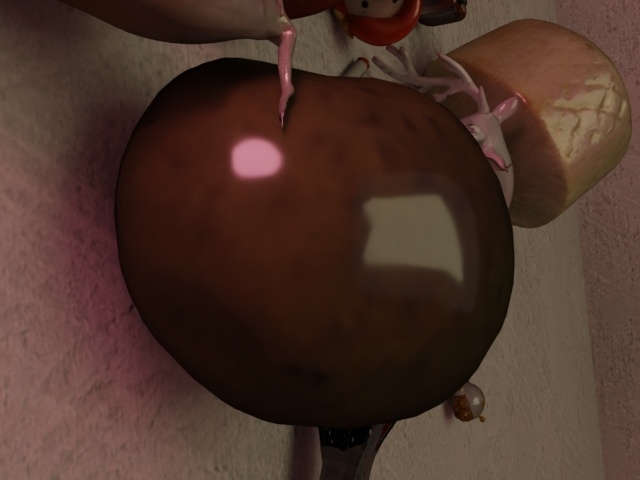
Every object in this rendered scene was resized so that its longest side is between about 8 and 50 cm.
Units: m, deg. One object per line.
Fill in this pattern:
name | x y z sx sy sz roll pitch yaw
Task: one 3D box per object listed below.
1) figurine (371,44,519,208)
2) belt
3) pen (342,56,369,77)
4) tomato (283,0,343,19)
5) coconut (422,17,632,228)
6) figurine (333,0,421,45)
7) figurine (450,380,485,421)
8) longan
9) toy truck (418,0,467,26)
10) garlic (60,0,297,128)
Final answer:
figurine | 0.192 -0.137 1.382 0.206 0.285 0.315 -70 171 -49
belt | 0.030 0.301 1.058 0.094 0.126 0.359 56 41 -62
pen | 0.029 -0.225 1.273 0.239 0.028 0.028 -59 135 -51
tomato | -0.039 -0.374 0.931 0.224 0.256 0.255 -92 158 -43
coconut | 0.369 -0.222 1.605 0.344 0.416 0.415 80 21 -50
figurine | 0.082 -0.435 1.248 0.181 0.208 0.257 -40 162 -17
figurine | 0.278 0.282 1.624 0.143 0.068 0.101 -90 165 -51
longan | 0.000 0.000 0.823 0.405 0.336 0.404 20 53 -29
toy truck | 0.219 -0.561 1.624 0.135 0.114 0.270 10 75 -66
garlic | -0.137 -0.282 0.649 0.340 0.231 0.245 22 35 -17
